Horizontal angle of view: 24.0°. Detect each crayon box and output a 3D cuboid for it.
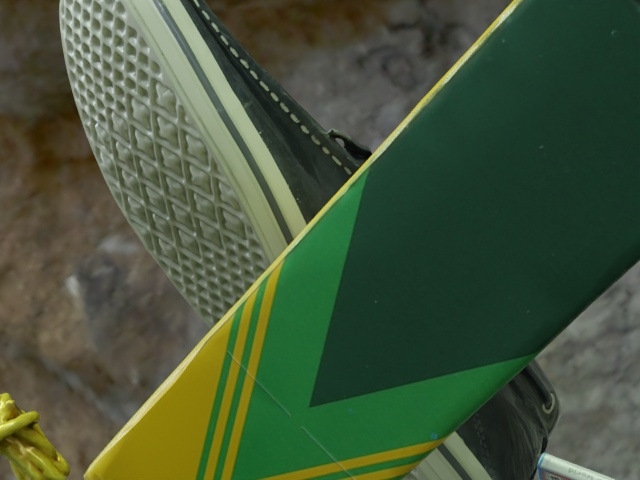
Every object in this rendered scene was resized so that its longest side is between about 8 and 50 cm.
[{"bbox_3d":[0.084,-0.016,0.730,0.106,0.363,0.313,44,-65,3],"label":"crayon box"}]

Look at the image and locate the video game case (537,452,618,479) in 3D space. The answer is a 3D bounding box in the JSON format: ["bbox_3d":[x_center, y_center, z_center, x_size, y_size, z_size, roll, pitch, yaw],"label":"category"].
[{"bbox_3d":[0.251,0.223,1.163,0.166,0.015,0.119,18,-28,24],"label":"video game case"}]

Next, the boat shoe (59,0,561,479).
[{"bbox_3d":[0.000,0.000,1.052,0.500,0.156,0.187,53,-28,-13],"label":"boat shoe"}]

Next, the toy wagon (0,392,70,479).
[{"bbox_3d":[-0.222,0.180,0.510,0.267,0.344,0.068,42,-15,-3],"label":"toy wagon"}]
